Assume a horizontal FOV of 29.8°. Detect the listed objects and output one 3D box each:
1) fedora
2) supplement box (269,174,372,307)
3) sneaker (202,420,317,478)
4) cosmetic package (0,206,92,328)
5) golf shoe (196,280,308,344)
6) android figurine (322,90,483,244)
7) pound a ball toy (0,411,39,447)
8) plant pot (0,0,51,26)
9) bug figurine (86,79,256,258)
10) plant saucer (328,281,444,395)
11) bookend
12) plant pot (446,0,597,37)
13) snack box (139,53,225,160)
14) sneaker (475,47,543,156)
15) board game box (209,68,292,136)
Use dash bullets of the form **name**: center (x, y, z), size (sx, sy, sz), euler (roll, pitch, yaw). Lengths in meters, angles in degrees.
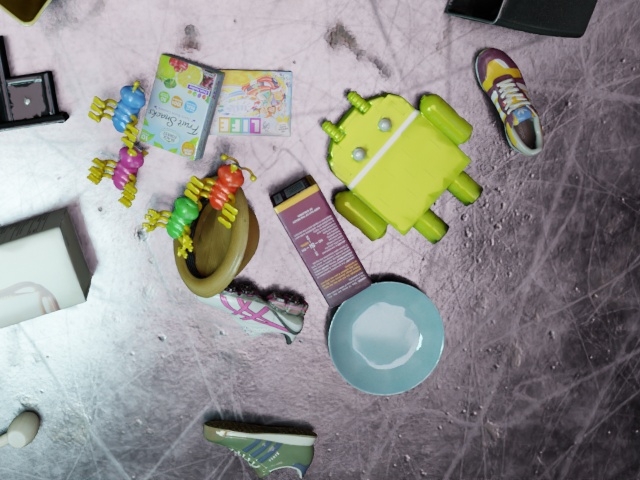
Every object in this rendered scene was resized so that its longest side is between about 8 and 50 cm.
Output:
- **fedora**: center (-0.152, -0.003, 1.890), size (0.079, 0.194, 0.194), euler (12, 102, -43)
- **supplement box**: center (0.000, 0.000, 1.913), size (0.080, 0.104, 0.188), euler (-29, 103, 1)
- **sneaker**: center (-0.103, 0.353, 1.993), size (0.192, 0.064, 0.086), euler (7, 96, -11)
- **cosmetic package**: center (-0.515, 0.064, 1.849), size (0.296, 0.153, 0.129), euler (-18, 104, -1)
- **golf shoe**: center (-0.116, 0.117, 1.943), size (0.186, 0.067, 0.086), euler (15, 101, -9)
- **android figurine**: center (0.125, -0.124, 1.928), size (0.273, 0.056, 0.248), euler (42, 95, -14)
- **pound a ball toy**: center (-0.634, 0.314, 1.894), size (0.319, 0.136, 0.208), euler (-31, 103, 1)
- **plant pot**: center (-0.434, -0.456, 1.731), size (0.212, 0.187, 0.212), euler (37, 95, -13)
- **bug figurine**: center (-0.237, -0.107, 1.829), size (0.279, 0.072, 0.216), euler (39, 132, 4)
- **plant saucer**: center (0.107, 0.159, 1.991), size (0.194, 0.037, 0.195), euler (-1, 101, -7)
- **bookend**: center (-0.476, -0.247, 1.828), size (0.157, 0.072, 0.156), euler (-8, 102, -5)
- **plant pot**: center (0.328, -0.401, 1.837), size (0.167, 0.188, 0.188), euler (17, 99, -22)
- **snack box**: center (-0.214, -0.207, 1.860), size (0.100, 0.037, 0.141), euler (21, 105, 16)
- **sneaker**: center (0.309, -0.222, 1.911), size (0.069, 0.084, 0.186), euler (-29, 103, 0)
- **board game box**: center (-0.122, -0.218, 1.895), size (0.154, 0.026, 0.104), euler (0, 102, -6)
